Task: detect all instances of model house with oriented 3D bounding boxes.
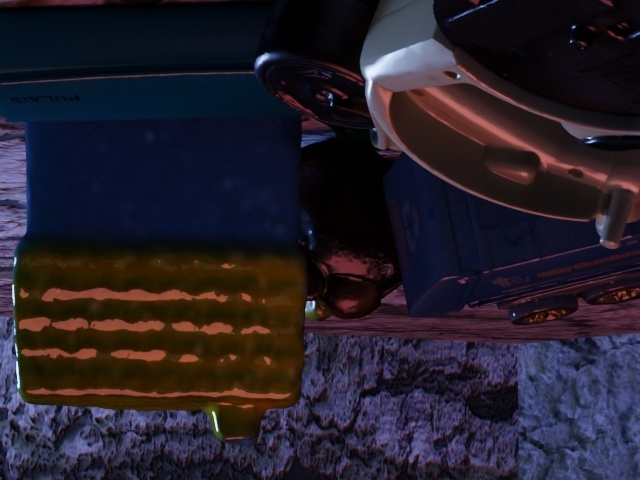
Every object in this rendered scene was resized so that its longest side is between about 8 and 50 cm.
[{"bbox_3d":[-0.124,0.011,1.507,0.237,0.303,0.215,1,166,-6],"label":"model house"}]

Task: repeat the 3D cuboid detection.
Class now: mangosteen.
[{"bbox_3d":[0.004,-0.008,1.774,0.184,0.172,0.172,-23,175,-7],"label":"mangosteen"}]

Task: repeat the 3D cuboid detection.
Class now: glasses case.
[{"bbox_3d":[-0.081,-0.123,1.315,0.301,0.070,0.117,1,172,7],"label":"glasses case"}]

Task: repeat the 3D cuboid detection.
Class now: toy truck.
[{"bbox_3d":[0.229,-0.036,1.417,0.367,0.146,0.175,-15,165,11],"label":"toy truck"}]

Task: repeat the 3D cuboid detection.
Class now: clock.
[{"bbox_3d":[0.142,-0.099,1.102,0.276,0.120,0.379,26,164,-19],"label":"clock"}]

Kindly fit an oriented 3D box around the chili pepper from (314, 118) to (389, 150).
[{"bbox_3d":[0.050,-0.101,1.439,0.224,0.061,0.098,-5,-148,-43],"label":"chili pepper"}]
